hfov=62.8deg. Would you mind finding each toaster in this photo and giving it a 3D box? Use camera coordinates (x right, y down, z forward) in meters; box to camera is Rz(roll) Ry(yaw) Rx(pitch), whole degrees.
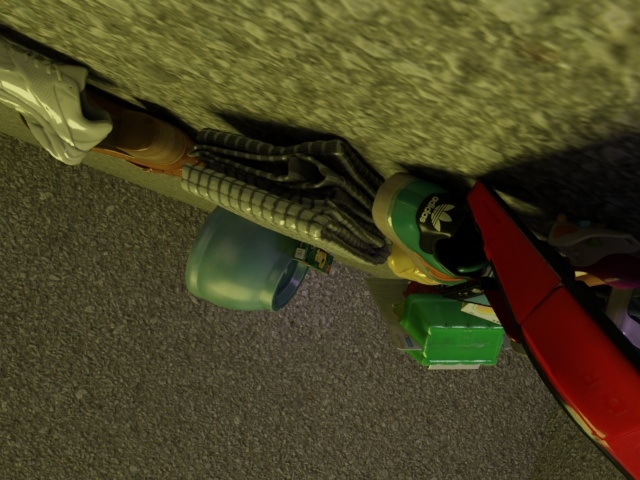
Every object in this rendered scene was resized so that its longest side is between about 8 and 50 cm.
[{"bbox_3d":[0.394,0.120,0.796,0.110,0.168,0.186,28,170,-41],"label":"toaster"}]

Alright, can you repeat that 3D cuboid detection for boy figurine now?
[{"bbox_3d":[0.219,0.049,1.139,0.177,0.092,0.285,16,173,44],"label":"boy figurine"}]

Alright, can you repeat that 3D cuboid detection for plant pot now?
[{"bbox_3d":[-0.144,0.047,1.226,0.196,0.293,0.293,29,178,16],"label":"plant pot"}]

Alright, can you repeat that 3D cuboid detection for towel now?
[{"bbox_3d":[-0.028,-0.066,0.752,0.235,0.121,0.284,19,177,27],"label":"towel"}]

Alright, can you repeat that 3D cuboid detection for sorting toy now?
[{"bbox_3d":[0.302,-0.001,0.572,0.075,0.045,0.083,5,166,43],"label":"sorting toy"}]

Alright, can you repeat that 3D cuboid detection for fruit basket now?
[{"bbox_3d":[0.299,0.184,1.331,0.327,0.165,0.353,2,-164,-11],"label":"fruit basket"}]

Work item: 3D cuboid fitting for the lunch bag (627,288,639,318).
[{"bbox_3d":[0.445,0.077,0.666,0.065,0.067,0.098,20,174,-1],"label":"lunch bag"}]

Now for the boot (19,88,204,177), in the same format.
[{"bbox_3d":[-0.338,-0.183,0.901,0.283,0.109,0.220,12,177,12],"label":"boot"}]

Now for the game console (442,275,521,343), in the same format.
[{"bbox_3d":[0.244,0.100,0.657,0.144,0.085,0.124,13,159,-24],"label":"game console"}]

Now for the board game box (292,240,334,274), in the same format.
[{"bbox_3d":[0.000,0.000,1.217,0.030,0.136,0.260,18,175,15],"label":"board game box"}]

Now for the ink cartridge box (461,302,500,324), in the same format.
[{"bbox_3d":[0.360,0.120,1.071,0.109,0.062,0.209,20,152,-1],"label":"ink cartridge box"}]

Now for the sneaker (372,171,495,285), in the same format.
[{"bbox_3d":[0.190,0.014,0.696,0.121,0.108,0.302,32,-177,43],"label":"sneaker"}]

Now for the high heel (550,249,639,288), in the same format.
[{"bbox_3d":[0.333,0.065,0.699,0.082,0.117,0.244,23,174,-27],"label":"high heel"}]

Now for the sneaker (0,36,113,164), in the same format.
[{"bbox_3d":[-0.377,-0.219,0.707,0.232,0.115,0.090,51,-170,-39],"label":"sneaker"}]

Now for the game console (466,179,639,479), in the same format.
[{"bbox_3d":[0.285,0.125,0.466,0.386,0.060,0.342,45,-158,-12],"label":"game console"}]
